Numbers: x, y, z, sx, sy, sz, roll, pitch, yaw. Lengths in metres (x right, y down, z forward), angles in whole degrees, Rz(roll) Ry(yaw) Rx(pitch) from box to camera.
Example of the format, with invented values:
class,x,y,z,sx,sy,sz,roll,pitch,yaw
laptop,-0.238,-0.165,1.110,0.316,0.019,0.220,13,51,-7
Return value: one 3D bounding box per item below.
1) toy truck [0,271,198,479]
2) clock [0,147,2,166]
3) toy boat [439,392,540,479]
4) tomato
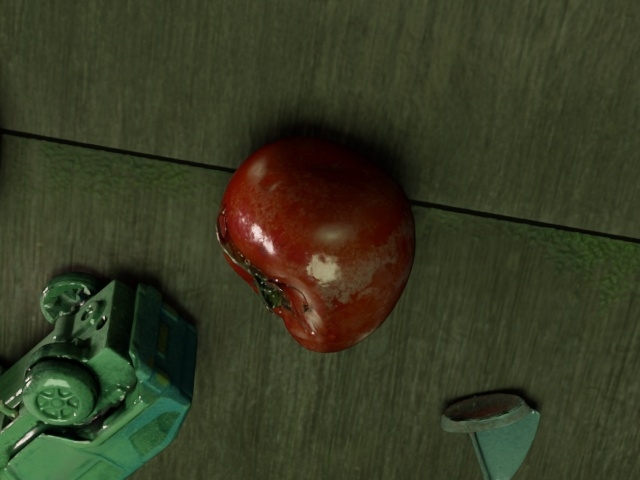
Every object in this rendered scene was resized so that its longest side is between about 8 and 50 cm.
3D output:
class,x,y,z,sx,sy,sz,roll,pitch,yaw
toy truck,-0.245,0.158,1.465,0.156,0.155,0.279,38,118,-25
clock,-0.442,-0.075,1.353,0.325,0.067,0.325,0,110,0
toy boat,0.174,0.201,1.519,0.096,0.034,0.122,-12,128,14
tomato,0.000,0.000,1.345,0.187,0.151,0.187,34,156,17
